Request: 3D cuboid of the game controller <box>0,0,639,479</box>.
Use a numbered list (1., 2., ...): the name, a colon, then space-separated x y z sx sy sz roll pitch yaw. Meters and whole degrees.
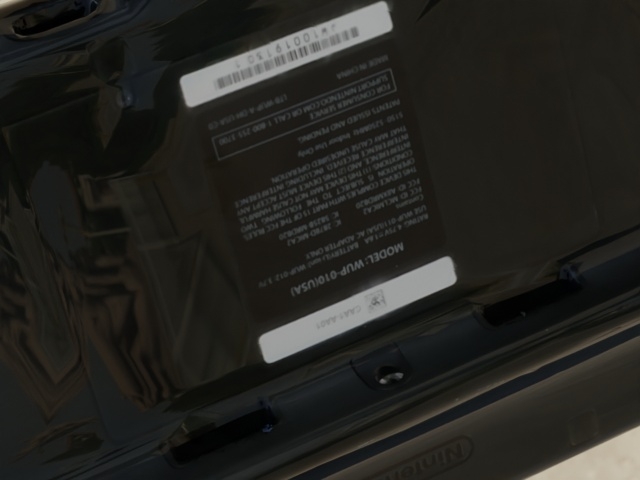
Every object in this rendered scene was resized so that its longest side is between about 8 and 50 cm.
1. game controller: 0.000 0.000 0.497 0.067 0.319 0.166 25 135 68
